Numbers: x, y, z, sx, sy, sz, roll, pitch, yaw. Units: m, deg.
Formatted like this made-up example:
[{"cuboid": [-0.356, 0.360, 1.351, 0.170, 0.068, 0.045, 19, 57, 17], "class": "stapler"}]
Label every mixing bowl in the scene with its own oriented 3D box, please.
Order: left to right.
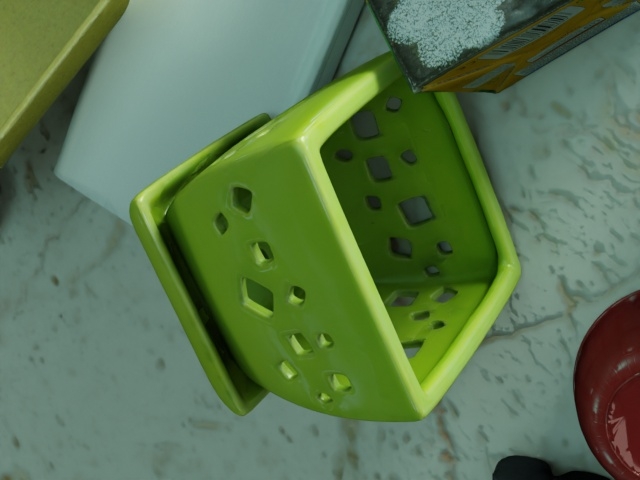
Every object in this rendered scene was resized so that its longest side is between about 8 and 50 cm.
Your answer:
[{"cuboid": [0.270, 0.128, 0.797, 0.182, 0.098, 0.181, 4, 99, 26], "class": "mixing bowl"}]

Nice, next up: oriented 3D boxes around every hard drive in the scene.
[{"cuboid": [-0.103, -0.166, 0.977, 0.233, 0.047, 0.353, 31, 111, 21], "class": "hard drive"}]

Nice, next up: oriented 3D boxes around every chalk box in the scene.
[{"cuboid": [0.110, -0.275, 0.779, 0.180, 0.179, 0.288, -28, 83, 29], "class": "chalk box"}]

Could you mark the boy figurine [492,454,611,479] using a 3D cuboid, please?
[{"cuboid": [0.167, 0.327, 0.884, 0.177, 0.092, 0.285, 13, 100, 23], "class": "boy figurine"}]

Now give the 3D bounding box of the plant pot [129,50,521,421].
[{"cuboid": [0.000, 0.000, 0.831, 0.207, 0.227, 0.228, -14, 109, 35], "class": "plant pot"}]

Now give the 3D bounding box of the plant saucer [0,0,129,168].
[{"cuboid": [-0.341, -0.217, 1.028, 0.332, 0.081, 0.333, -48, 62, 14], "class": "plant saucer"}]
